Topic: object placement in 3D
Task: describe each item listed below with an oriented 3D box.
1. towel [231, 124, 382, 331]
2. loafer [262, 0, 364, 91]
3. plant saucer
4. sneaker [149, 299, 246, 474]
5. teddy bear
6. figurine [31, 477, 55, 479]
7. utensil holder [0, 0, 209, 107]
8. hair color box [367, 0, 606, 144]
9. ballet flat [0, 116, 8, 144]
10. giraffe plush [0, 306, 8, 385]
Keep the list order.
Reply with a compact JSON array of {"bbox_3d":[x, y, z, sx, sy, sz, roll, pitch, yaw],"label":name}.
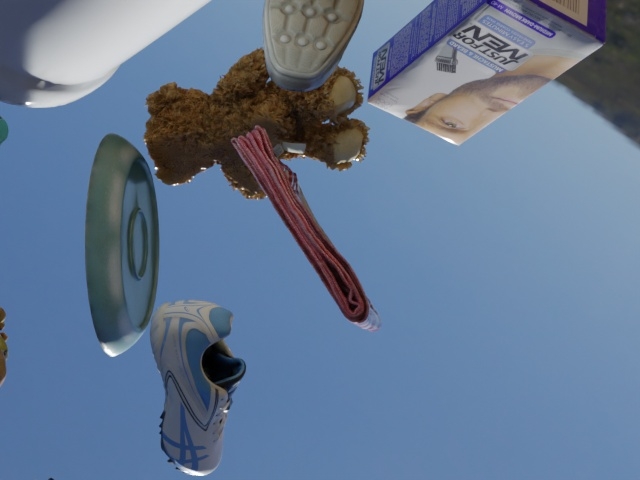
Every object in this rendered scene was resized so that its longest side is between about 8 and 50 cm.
[{"bbox_3d":[0.000,0.000,1.356,0.237,0.037,0.329,58,-178,9],"label":"towel"},{"bbox_3d":[-0.004,-0.278,1.341,0.112,0.111,0.319,13,-128,0],"label":"loafer"},{"bbox_3d":[-0.274,0.005,1.665,0.044,0.317,0.317,-1,-164,5],"label":"plant saucer"},{"bbox_3d":[-0.115,0.156,1.165,0.086,0.237,0.085,7,-137,10],"label":"sneaker"},{"bbox_3d":[-0.092,-0.177,1.761,0.113,0.338,0.245,-92,-22,-45],"label":"teddy bear"},{"bbox_3d":[-0.397,0.467,1.878,0.209,0.092,0.215,53,171,9],"label":"figurine"},{"bbox_3d":[-0.168,-0.340,0.990,0.327,0.385,0.327,37,-140,-39],"label":"utensil holder"},{"bbox_3d":[0.239,-0.284,1.738,0.185,0.339,0.110,22,-120,-23],"label":"hair color box"},{"bbox_3d":[-0.324,-0.082,1.053,0.041,0.041,0.114,31,-150,1],"label":"ballet flat"},{"bbox_3d":[-0.533,0.183,1.709,0.170,0.181,0.210,-9,-116,-31],"label":"giraffe plush"}]
